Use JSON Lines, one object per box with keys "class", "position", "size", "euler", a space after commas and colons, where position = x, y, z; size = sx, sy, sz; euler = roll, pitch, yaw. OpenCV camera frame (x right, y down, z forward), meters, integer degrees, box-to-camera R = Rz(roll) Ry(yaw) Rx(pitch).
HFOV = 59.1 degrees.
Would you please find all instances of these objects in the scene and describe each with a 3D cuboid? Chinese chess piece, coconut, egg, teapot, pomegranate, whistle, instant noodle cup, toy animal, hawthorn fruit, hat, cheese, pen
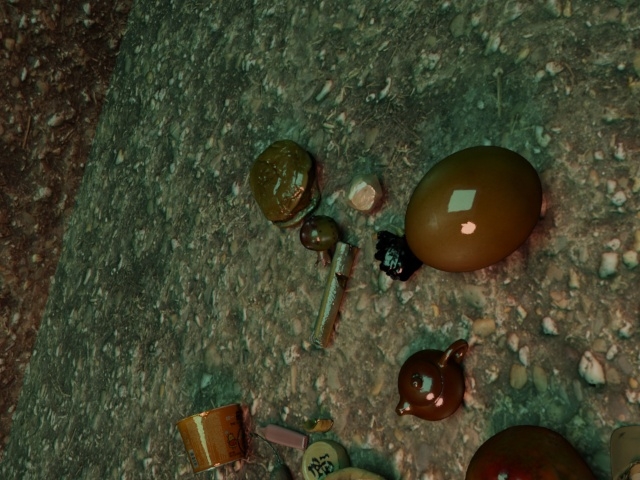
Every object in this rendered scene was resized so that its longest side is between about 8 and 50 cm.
{"class": "Chinese chess piece", "position": [0.014, 0.635, 1.587], "size": [0.144, 0.058, 0.144], "euler": [-12, 69, 35]}
{"class": "coconut", "position": [0.134, -0.147, 1.698], "size": [0.110, 0.110, 0.124], "euler": [36, 104, 40]}
{"class": "egg", "position": [0.364, -0.072, 1.376], "size": [0.351, 0.282, 0.283], "euler": [-38, 56, 30]}
{"class": "teapot", "position": [0.280, 0.345, 1.414], "size": [0.178, 0.135, 0.252], "euler": [45, 106, 34]}
{"class": "pomegranate", "position": [-0.003, -0.003, 1.768], "size": [0.129, 0.129, 0.159], "euler": [29, 126, 40]}
{"class": "whistle", "position": [0.039, 0.163, 1.714], "size": [0.068, 0.057, 0.327], "euler": [15, 86, 44]}
{"class": "instant noodle cup", "position": [-0.336, 0.628, 1.785], "size": [0.215, 0.215, 0.172], "euler": [-29, 69, 29]}
{"class": "toy animal", "position": [-0.134, 0.683, 1.678], "size": [0.070, 0.079, 0.253], "euler": [-28, 60, 5]}
{"class": "hawthorn fruit", "position": [0.415, 0.522, 1.144], "size": [0.277, 0.298, 0.277], "euler": [-15, 63, 33]}
{"class": "hat", "position": [0.657, 0.457, 1.129], "size": [0.147, 0.085, 0.175], "euler": [-17, 43, 39]}
{"class": "cheese", "position": [-0.012, 0.539, 1.642], "size": [0.084, 0.060, 0.042], "euler": [-16, 68, 42]}
{"class": "pen", "position": [-0.121, 0.596, 1.727], "size": [0.197, 0.032, 0.053], "euler": [3, 79, 37]}

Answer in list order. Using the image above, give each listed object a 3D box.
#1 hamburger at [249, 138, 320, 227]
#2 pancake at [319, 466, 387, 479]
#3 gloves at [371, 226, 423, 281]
{"class": "hamburger", "position": [-0.128, -0.197, 1.909], "size": [0.265, 0.134, 0.285], "euler": [-44, 52, 18]}
{"class": "pancake", "position": [0.099, 0.762, 1.460], "size": [0.356, 0.065, 0.356], "euler": [-3, 84, 35]}
{"class": "gloves", "position": [0.197, 0.026, 1.596], "size": [0.180, 0.106, 0.129], "euler": [37, 102, 36]}
